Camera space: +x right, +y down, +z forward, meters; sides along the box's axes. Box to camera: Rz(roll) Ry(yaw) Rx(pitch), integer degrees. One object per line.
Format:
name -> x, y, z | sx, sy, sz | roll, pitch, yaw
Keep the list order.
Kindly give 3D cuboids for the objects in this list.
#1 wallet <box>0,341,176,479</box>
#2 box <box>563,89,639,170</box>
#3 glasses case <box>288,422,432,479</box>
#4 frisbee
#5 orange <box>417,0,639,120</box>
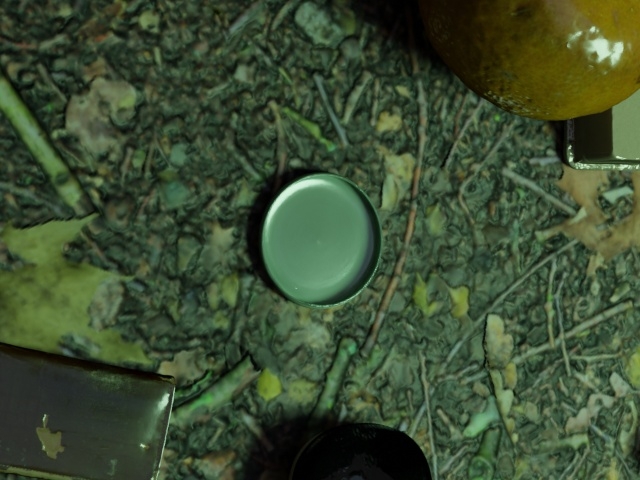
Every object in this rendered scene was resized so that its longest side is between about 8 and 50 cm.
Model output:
wallet -> -0.196, 0.127, 1.089 | 0.176, 0.026, 0.095 | 14, 79, -28
box -> 0.276, -0.106, 1.303 | 0.122, 0.062, 0.089 | -2, 92, -26
glasses case -> 0.032, 0.301, 1.179 | 0.122, 0.075, 0.314 | 0, 88, -21
frisbee -> 0.000, 0.000, 1.192 | 0.110, 0.014, 0.110 | -1, 93, -26
orange -> 0.177, -0.205, 1.191 | 0.224, 0.170, 0.224 | 10, 70, -29
